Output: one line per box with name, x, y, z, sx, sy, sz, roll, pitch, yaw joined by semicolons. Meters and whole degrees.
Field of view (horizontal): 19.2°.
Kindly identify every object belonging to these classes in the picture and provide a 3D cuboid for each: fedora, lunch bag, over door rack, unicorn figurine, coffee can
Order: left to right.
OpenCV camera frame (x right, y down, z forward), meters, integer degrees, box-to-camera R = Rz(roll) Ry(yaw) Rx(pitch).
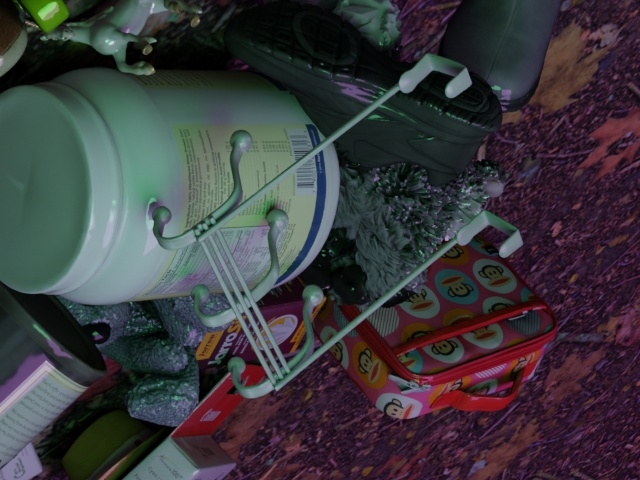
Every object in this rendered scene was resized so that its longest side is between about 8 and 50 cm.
coffee can;-0.383;0.155;1.923;0.275;0.201;0.201;-44;151;1
fedora;-0.267;0.272;2.393;0.194;0.079;0.194;-44;172;-8
unicorn figurine;-0.190;-0.208;1.813;0.162;0.111;0.060;-39;142;-31
over door rack;0.014;-0.019;1.823;0.324;0.108;0.239;-30;132;-7
lunch bag;0.161;0.123;2.507;0.293;0.258;0.120;-16;144;-36

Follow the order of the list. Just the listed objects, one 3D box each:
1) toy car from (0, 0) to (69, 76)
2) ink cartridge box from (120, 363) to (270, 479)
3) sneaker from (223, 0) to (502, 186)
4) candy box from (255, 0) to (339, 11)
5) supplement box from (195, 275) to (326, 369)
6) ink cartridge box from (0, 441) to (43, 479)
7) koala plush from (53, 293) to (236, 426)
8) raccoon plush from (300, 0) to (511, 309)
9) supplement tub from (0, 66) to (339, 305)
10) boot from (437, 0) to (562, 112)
toy car;-0.337;-0.226;1.617;0.155;0.149;0.188;-39;123;-6
ink cartridge box;-0.155;0.272;2.434;0.261;0.066;0.296;-45;172;1
sneaker;0.030;-0.137;1.884;0.109;0.286;0.130;-66;-178;-51
candy box;0.038;-0.327;1.919;0.233;0.071;0.159;-30;153;-17
supplement box;-0.100;0.090;2.344;0.188;0.081;0.104;-8;139;-43
ink cartridge box;-0.507;0.307;2.202;0.371;0.069;0.176;-33;151;-17
koala plush;-0.240;0.073;2.101;0.221;0.203;0.196;8;120;-27
raccoon plush;0.117;-0.121;2.126;0.299;0.216;0.446;-42;162;-42
supplement tub;-0.166;-0.056;1.899;0.324;0.235;0.235;-4;136;-46
boot;0.219;-0.310;2.005;0.223;0.118;0.338;105;3;-47
